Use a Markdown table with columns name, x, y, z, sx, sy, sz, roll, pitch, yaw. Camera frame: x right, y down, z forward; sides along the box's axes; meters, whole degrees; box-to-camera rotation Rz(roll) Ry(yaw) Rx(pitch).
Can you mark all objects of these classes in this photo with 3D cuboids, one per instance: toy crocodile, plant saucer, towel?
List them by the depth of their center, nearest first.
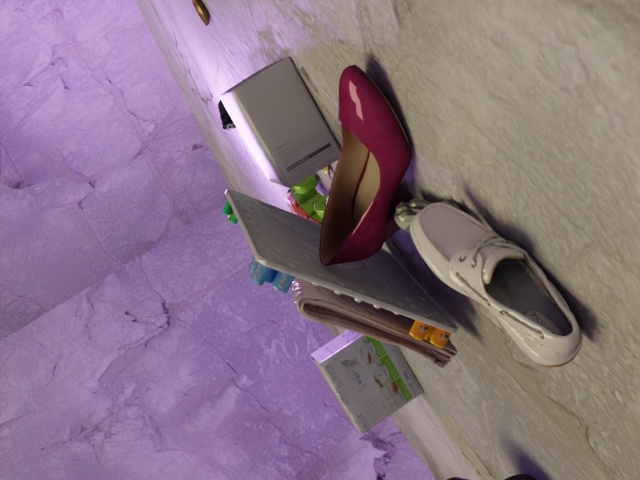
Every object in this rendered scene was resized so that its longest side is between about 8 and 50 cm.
| name | x | y | z | sx | sy | sz | roll | pitch | yaw |
| --- | --- | --- | --- | --- | --- | --- | --- | --- | --- |
| towel | 0.080 | 0.117 | 1.590 | 0.317 | 0.053 | 0.332 | 23 | -168 | -14 |
| toy crocodile | -0.012 | -0.073 | 1.996 | 0.340 | 0.105 | 0.115 | 48 | 167 | 53 |
| plant saucer | -0.307 | -0.594 | 2.114 | 0.083 | 0.015 | 0.083 | 57 | 172 | 12 |

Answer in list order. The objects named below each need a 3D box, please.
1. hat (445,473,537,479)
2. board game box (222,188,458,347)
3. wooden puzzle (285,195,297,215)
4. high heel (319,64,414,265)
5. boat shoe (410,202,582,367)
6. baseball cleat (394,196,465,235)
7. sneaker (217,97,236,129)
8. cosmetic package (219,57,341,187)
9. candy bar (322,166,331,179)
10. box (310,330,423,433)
| name | x | y | z | sx | sy | sz | roll | pitch | yaw |
| --- | --- | --- | --- | --- | --- | --- | --- | --- | --- |
| hat | 0.423 | 0.576 | 1.743 | 0.331 | 0.134 | 0.331 | 37 | 156 | 19 |
| board game box | 0.018 | 0.046 | 1.527 | 0.390 | 0.050 | 0.390 | 21 | -167 | -21 |
| wooden puzzle | 0.004 | 0.049 | 2.466 | 0.322 | 0.080 | 0.348 | 62 | 171 | -28 |
| high heel | 0.045 | -0.096 | 1.270 | 0.127 | 0.181 | 0.377 | 51 | 170 | 41 |
| boat shoe | 0.223 | 0.035 | 1.032 | 0.277 | 0.098 | 0.096 | 44 | 166 | 25 |
| baseball cleat | 0.185 | -0.013 | 1.223 | 0.109 | 0.072 | 0.206 | 44 | 180 | -21 |
| sneaker | -0.190 | -0.303 | 2.140 | 0.217 | 0.121 | 0.079 | 54 | 172 | 23 |
| cosmetic package | -0.087 | -0.242 | 1.695 | 0.224 | 0.138 | 0.224 | 61 | 171 | -13 |
| candy bar | -0.016 | -0.196 | 1.866 | 0.161 | 0.018 | 0.040 | 50 | 169 | 39 |
| box | 0.139 | 0.399 | 2.447 | 0.262 | 0.231 | 0.127 | 59 | 172 | -13 |
